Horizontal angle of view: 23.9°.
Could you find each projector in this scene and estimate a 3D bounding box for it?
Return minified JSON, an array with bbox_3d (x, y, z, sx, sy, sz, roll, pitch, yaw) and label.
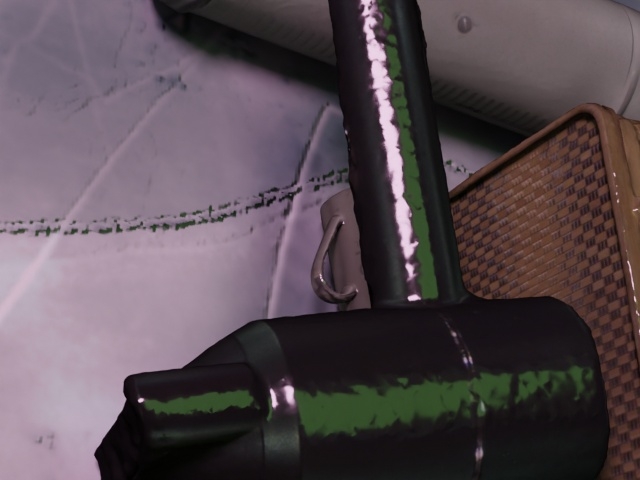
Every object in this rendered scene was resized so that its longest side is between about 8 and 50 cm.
[{"bbox_3d":[0.064,-0.143,0.946,0.337,0.108,0.108,17,59,-27],"label":"projector"}]

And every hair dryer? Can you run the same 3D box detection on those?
[{"bbox_3d":[0.000,0.000,0.785,0.244,0.116,0.302,-2,74,-22],"label":"hair dryer"}]

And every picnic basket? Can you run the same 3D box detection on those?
[{"bbox_3d":[0.180,0.066,0.882,0.139,0.165,0.267,9,64,-31],"label":"picnic basket"}]

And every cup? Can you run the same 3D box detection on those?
[{"bbox_3d":[0.022,0.015,0.878,0.075,0.054,0.083,-8,68,-18],"label":"cup"}]
